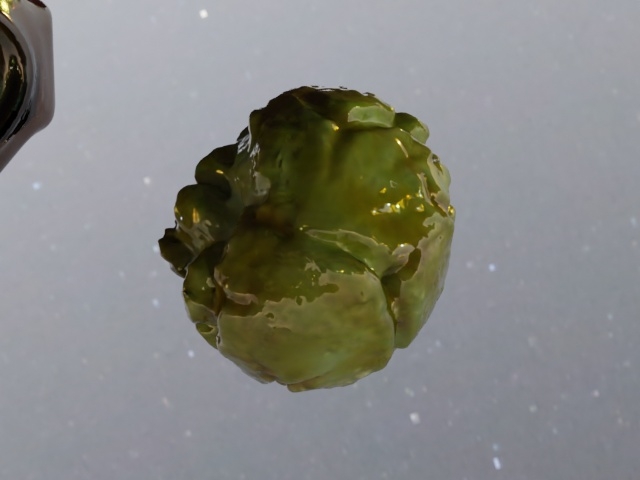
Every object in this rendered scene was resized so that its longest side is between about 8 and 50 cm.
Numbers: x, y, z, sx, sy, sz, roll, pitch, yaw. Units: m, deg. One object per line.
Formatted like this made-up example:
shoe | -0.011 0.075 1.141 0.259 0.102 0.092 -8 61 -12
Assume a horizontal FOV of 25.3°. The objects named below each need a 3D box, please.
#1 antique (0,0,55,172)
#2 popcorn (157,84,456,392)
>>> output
antique | -0.319 -0.123 1.084 0.129 0.223 0.278 11 -167 42
popcorn | 0.000 0.000 1.034 0.184 0.204 0.221 8 -116 54
